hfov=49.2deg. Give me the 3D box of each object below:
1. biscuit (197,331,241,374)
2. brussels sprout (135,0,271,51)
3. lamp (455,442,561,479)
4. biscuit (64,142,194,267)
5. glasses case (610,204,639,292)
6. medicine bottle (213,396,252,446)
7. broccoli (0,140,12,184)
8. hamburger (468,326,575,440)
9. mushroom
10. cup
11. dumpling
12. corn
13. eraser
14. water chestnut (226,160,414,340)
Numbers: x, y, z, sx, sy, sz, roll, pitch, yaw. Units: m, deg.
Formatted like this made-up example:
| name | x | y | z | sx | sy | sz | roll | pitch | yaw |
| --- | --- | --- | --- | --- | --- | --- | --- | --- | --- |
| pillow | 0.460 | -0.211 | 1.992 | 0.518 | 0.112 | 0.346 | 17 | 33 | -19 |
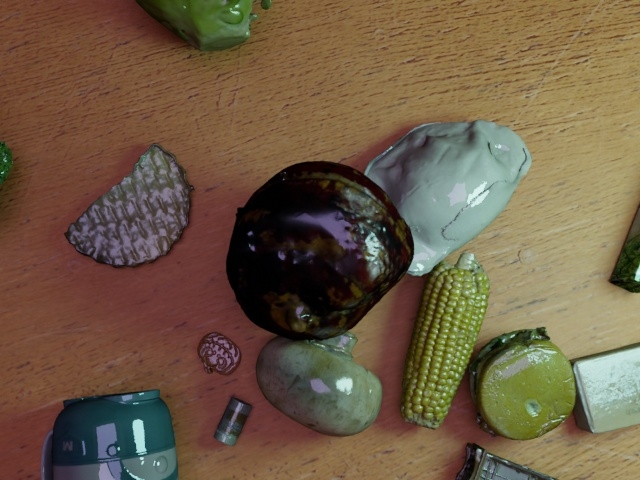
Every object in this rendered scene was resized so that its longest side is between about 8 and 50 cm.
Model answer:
| name | x | y | z | sx | sy | sz | roll | pitch | yaw |
| --- | --- | --- | --- | --- | --- | --- | --- | --- | --- |
| biscuit | -0.204 | 0.229 | 1.390 | 0.091 | 0.015 | 0.078 | 33 | 81 | 3 |
| brussels sprout | -0.255 | -0.567 | 1.392 | 0.314 | 0.276 | 0.372 | -7 | 88 | -16 |
| lamp | 0.429 | 0.488 | 1.334 | 0.325 | 0.089 | 0.090 | 21 | 82 | 2 |
| biscuit | -0.365 | -0.047 | 1.418 | 0.273 | 0.036 | 0.187 | -43 | 85 | -8 |
| glasses case | 0.682 | -0.028 | 1.418 | 0.062 | 0.095 | 0.272 | 25 | 82 | -3 |
| medicine bottle | -0.170 | 0.351 | 1.357 | 0.047 | 0.047 | 0.083 | 24 | 80 | 2 |
| broccoli | -0.769 | -0.159 | 1.295 | 0.309 | 0.321 | 0.414 | 1 | 57 | 24 |
| hamburger | 0.373 | 0.273 | 1.337 | 0.215 | 0.122 | 0.189 | -37 | 104 | -3 |
| mushroom | 0.005 | 0.255 | 1.307 | 0.253 | 0.189 | 0.195 | 26 | 84 | 0 |
| cup | -0.395 | 0.413 | 1.271 | 0.289 | 0.219 | 0.258 | -12 | 80 | 29 |
| dumpling | 0.233 | -0.114 | 1.383 | 0.260 | 0.181 | 0.341 | 44 | 104 | 16 |
| corn | 0.236 | 0.190 | 1.354 | 0.130 | 0.130 | 0.347 | 19 | 84 | 1 |
| eraser | 0.662 | 0.269 | 1.380 | 0.343 | 0.078 | 0.144 | -12 | 82 | -5 |
| water chestnut | 0.000 | 0.000 | 1.268 | 0.334 | 0.347 | 0.335 | 6 | 123 | 10 |
